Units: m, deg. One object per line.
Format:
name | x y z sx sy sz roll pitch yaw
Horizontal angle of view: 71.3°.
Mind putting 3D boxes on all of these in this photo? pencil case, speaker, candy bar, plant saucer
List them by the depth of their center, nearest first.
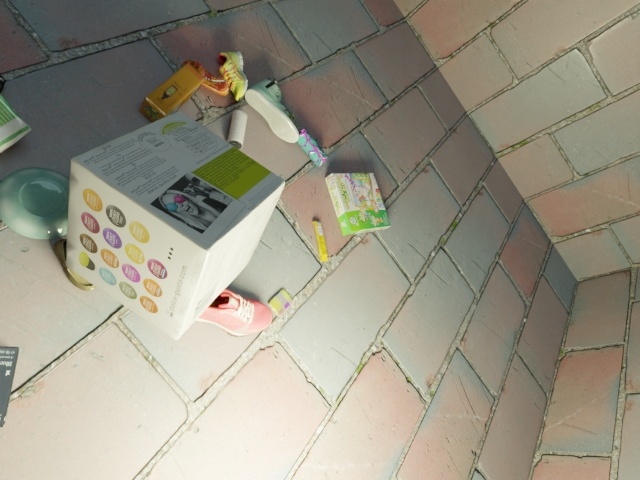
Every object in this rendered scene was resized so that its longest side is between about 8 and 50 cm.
plant saucer | -0.691 -0.100 1.109 0.194 0.037 0.195 16 62 -33
speaker | -0.289 -0.384 1.549 0.055 0.055 0.136 21 59 -32
candy bar | 0.000 0.000 1.647 0.040 0.018 0.162 3 70 -42
pencil case | -0.033 -0.361 1.739 0.064 0.070 0.152 -44 101 -17

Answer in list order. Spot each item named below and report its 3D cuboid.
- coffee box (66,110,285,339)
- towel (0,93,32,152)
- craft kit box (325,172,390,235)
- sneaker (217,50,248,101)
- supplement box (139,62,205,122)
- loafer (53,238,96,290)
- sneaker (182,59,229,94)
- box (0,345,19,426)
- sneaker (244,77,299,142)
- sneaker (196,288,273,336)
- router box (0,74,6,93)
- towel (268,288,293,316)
coffee box | -0.346 -0.045 1.071 0.334 0.338 0.338 33 40 3
towel | -0.850 -0.304 0.962 0.248 0.038 0.325 -48 125 -21
craft kit box | 0.156 -0.154 1.819 0.246 0.061 0.250 -10 78 -39
sneaker | -0.321 -0.590 1.603 0.094 0.081 0.209 -3 67 -32
supplement box | -0.469 -0.466 1.421 0.078 0.080 0.234 42 49 -17
loafer | -0.605 0.060 1.101 0.148 0.050 0.056 55 48 -7
sneaker | -0.397 -0.554 1.538 0.175 0.067 0.064 35 86 -8
box | -0.708 0.292 0.889 0.155 0.093 0.159 13 65 -35
sneaker | -0.152 -0.499 1.685 0.256 0.094 0.151 46 46 -16
sneaker | -0.258 0.199 1.269 0.313 0.136 0.116 19 61 -33
router box | -0.829 -0.392 1.070 0.122 0.038 0.092 70 20 -65
towel | -0.131 0.203 1.458 0.060 0.009 0.083 51 47 -9
